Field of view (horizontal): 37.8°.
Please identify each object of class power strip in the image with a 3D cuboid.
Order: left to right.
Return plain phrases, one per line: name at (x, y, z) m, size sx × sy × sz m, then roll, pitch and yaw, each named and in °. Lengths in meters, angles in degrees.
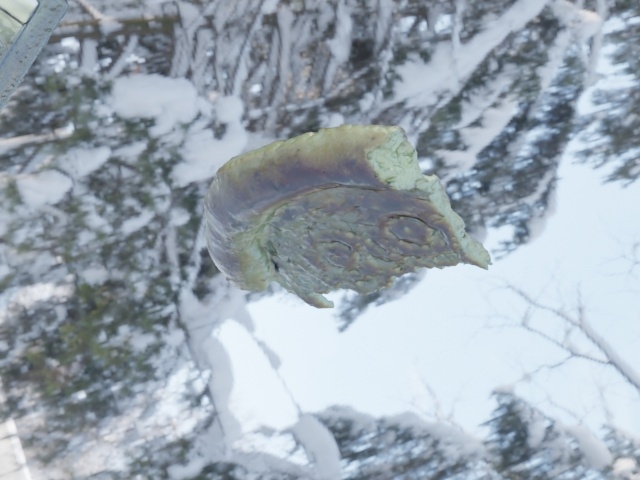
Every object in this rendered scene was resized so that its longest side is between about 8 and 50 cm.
power strip at (-0.589, -0.373, 1.552) m, size 0.257 × 0.251 × 0.092 m, roll 37°, pitch -6°, yaw -32°

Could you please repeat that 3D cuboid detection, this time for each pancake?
pancake at (-0.003, -0.003, 1.130) m, size 0.426 × 0.305 × 0.067 m, roll -19°, pitch -136°, yaw 45°
